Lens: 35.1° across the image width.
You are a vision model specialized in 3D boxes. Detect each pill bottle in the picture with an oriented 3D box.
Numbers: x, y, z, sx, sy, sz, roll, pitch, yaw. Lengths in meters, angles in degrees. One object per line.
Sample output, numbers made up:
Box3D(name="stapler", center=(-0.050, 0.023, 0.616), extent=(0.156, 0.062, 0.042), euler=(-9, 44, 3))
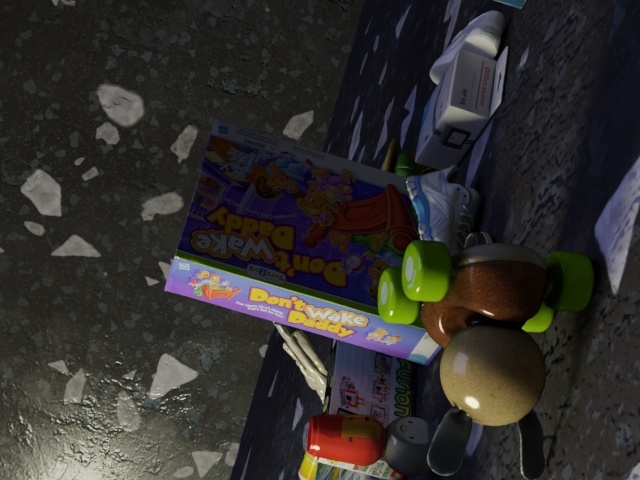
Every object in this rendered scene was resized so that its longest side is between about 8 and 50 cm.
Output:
Box3D(name="pill bottle", center=(-0.012, 0.386, 1.729), extent=(0.043, 0.043, 0.083), euler=(-92, 20, -69))

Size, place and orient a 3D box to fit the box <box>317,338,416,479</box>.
Box3D(name="box", center=(0.063, 0.203, 1.293), extent=(0.207, 0.114, 0.036), euler=(-81, 10, -48))

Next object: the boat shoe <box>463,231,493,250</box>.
Box3D(name="boat shoe", center=(0.163, 0.046, 1.130), extent=(0.056, 0.049, 0.152), euler=(113, 170, -46))

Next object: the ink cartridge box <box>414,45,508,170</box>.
Box3D(name="ink cartridge box", center=(0.192, -0.186, 1.389), extent=(0.180, 0.060, 0.104), euler=(118, 167, -59))

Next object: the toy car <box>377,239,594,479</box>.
Box3D(name="toy car", center=(0.139, 0.106, 0.857), extent=(0.149, 0.155, 0.188), euler=(124, 149, -68))

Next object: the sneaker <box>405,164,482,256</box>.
Box3D(name="sneaker", center=(0.163, -0.025, 1.245), extent=(0.071, 0.083, 0.191), euler=(49, -158, -46))

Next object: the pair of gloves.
Box3D(name="pair of gloves", center=(-0.025, 0.205, 1.722), extent=(0.042, 0.204, 0.240), euler=(-33, 5, -5))

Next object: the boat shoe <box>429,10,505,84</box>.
Box3D(name="boat shoe", center=(0.211, -0.272, 1.445), extent=(0.063, 0.066, 0.184), euler=(-61, 1, -19))

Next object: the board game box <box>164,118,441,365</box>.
Box3D(name="board game box", center=(0.000, 0.000, 1.298), extent=(0.078, 0.347, 0.233), euler=(116, 167, -51))

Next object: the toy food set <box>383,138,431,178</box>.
Box3D(name="toy food set", center=(0.134, -0.058, 1.569), extent=(0.128, 0.071, 0.218), euler=(75, -157, -53))

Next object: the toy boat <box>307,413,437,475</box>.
Box3D(name="toy boat", center=(0.050, 0.339, 1.076), extent=(0.267, 0.148, 0.318), euler=(111, 166, -68))

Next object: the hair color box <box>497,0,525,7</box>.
Box3D(name="hair color box", center=(0.274, -0.485, 1.256), extent=(0.347, 0.105, 0.174), euler=(113, 171, -47))

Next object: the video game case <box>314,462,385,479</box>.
Box3D(name="video game case", center=(0.035, 0.364, 1.466), extent=(0.329, 0.036, 0.300), euler=(114, 169, -53))
